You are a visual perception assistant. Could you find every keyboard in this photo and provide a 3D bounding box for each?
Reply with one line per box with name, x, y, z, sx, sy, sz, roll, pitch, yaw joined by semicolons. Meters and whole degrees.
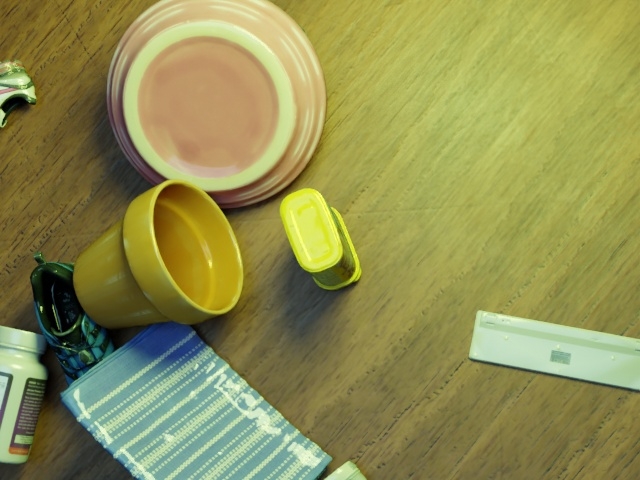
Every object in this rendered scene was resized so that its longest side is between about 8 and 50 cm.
keyboard;0.346;0.158;1.628;0.256;0.014;0.072;10;87;11

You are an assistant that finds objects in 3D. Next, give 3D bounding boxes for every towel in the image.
towel;-0.172;0.266;1.602;0.336;0.040;0.243;41;45;13

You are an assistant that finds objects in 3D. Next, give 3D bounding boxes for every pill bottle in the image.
pill bottle;-0.469;0.229;1.697;0.108;0.108;0.193;11;82;11

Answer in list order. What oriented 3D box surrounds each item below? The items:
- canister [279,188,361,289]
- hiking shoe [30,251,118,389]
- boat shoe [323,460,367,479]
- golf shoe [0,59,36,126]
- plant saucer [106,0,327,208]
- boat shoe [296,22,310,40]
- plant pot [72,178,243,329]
canister;0.000;0.000;1.629;0.073;0.170;0.126;-22;78;5
hiking shoe;-0.354;0.168;1.676;0.113;0.132;0.304;-30;77;3
boat shoe;-0.017;0.414;1.604;0.227;0.079;0.081;-43;78;1
golf shoe;-0.543;-0.212;1.808;0.186;0.067;0.086;-29;78;3
plant saucer;-0.157;-0.202;1.666;0.332;0.084;0.332;1;107;5
boat shoe;-0.164;-0.259;1.757;0.320;0.116;0.099;-18;34;13
plant pot;-0.247;0.039;1.643;0.188;0.205;0.205;-23;76;27
